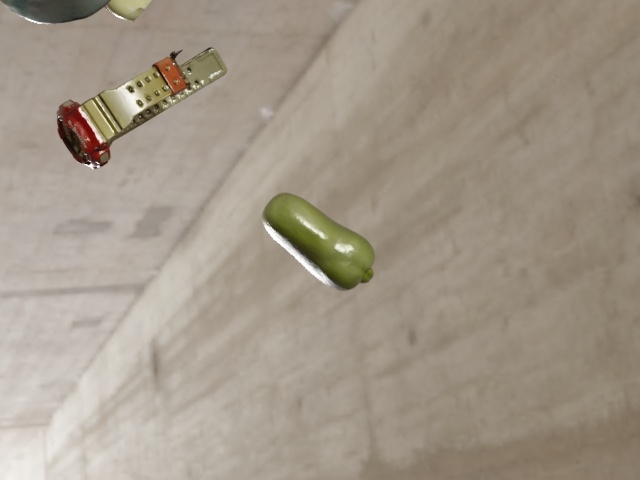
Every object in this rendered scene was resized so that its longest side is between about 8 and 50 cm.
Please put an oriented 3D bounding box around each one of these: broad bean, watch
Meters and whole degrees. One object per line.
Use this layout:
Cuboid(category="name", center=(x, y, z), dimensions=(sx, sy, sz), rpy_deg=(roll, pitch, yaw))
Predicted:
Cuboid(category="broad bean", center=(0.000, 0.000, 1.657), dimensions=(0.082, 0.174, 0.124), rpy_deg=(-48, -5, -12))
Cuboid(category="watch", center=(-0.241, -0.202, 1.689), dimensions=(0.268, 0.102, 0.165), rpy_deg=(-34, 5, -13))

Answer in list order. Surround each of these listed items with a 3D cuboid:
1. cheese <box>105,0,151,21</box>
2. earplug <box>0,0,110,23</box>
Cuboid(category="cheese", center=(-0.347, -0.468, 1.892), dimensions=(0.054, 0.127, 0.251), rpy_deg=(16, -25, 48))
Cuboid(category="earplug", center=(-0.320, -0.382, 1.351), dimensions=(0.185, 0.185, 0.324), rpy_deg=(-5, -8, -5))
